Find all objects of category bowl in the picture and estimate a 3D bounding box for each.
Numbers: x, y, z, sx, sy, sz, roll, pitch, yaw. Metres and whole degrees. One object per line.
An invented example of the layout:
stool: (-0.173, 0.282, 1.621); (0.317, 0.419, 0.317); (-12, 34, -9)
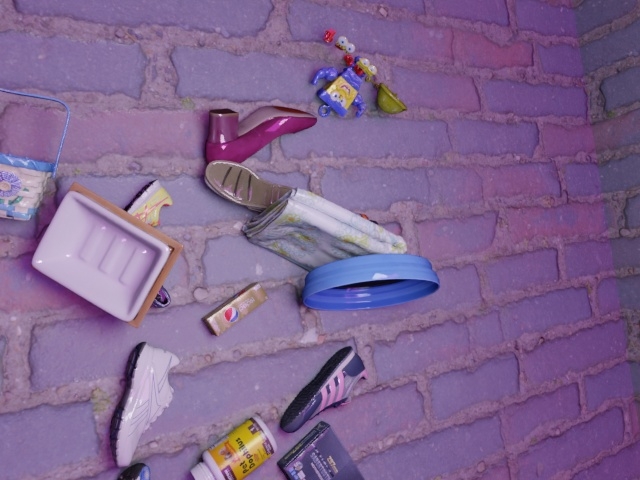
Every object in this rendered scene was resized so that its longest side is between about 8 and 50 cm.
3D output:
bowl: (0.139, 0.125, 1.344); (0.391, 0.391, 0.077); (4, 69, -27)

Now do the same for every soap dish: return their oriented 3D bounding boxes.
soap dish: (-0.489, 0.034, 1.097); (0.291, 0.118, 0.229); (30, 96, 0)

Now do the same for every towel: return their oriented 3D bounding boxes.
towel: (0.000, 0.000, 1.318); (0.374, 0.320, 0.090); (24, 66, -23)

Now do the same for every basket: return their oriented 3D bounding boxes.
basket: (-0.708, -0.194, 1.034); (0.255, 0.201, 0.288); (7, 91, -26)

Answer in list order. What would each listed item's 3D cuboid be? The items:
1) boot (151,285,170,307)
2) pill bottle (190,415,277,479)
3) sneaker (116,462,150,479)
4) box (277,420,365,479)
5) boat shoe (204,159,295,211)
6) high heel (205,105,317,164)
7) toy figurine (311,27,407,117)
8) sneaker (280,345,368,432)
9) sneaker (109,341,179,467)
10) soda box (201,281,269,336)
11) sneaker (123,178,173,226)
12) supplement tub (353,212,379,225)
boot: (-0.453, 0.094, 1.201); (0.069, 0.086, 0.190); (-46, 105, -24)
pill bottle: (-0.230, 0.576, 1.246); (0.215, 0.117, 0.117); (-30, 98, -27)
sneaker: (-0.421, 0.706, 1.146); (0.147, 0.130, 0.330); (-4, 89, -42)
box: (0.007, 0.689, 1.390); (0.183, 0.059, 0.232); (-35, 101, -28)
boat shoe: (-0.196, -0.136, 1.351); (0.302, 0.103, 0.113); (21, 75, -25)
high heel: (-0.173, -0.303, 1.409); (0.377, 0.127, 0.181); (-11, 122, -34)
toy figurine: (0.086, -0.485, 1.550); (0.362, 0.191, 0.217); (36, 99, -27)
sneaker: (0.024, 0.468, 1.395); (0.319, 0.112, 0.131); (-42, 101, -24)
sneaker: (-0.436, 0.410, 1.167); (0.129, 0.111, 0.297); (21, 76, -30)
soda box: (-0.238, 0.191, 1.316); (0.181, 0.061, 0.058); (-35, 101, -27)
sneaker: (-0.465, -0.058, 1.219); (0.094, 0.081, 0.208); (48, 70, -27)
supplement tub: (0.087, -0.038, 1.488); (0.198, 0.106, 0.106); (6, 82, -26)
